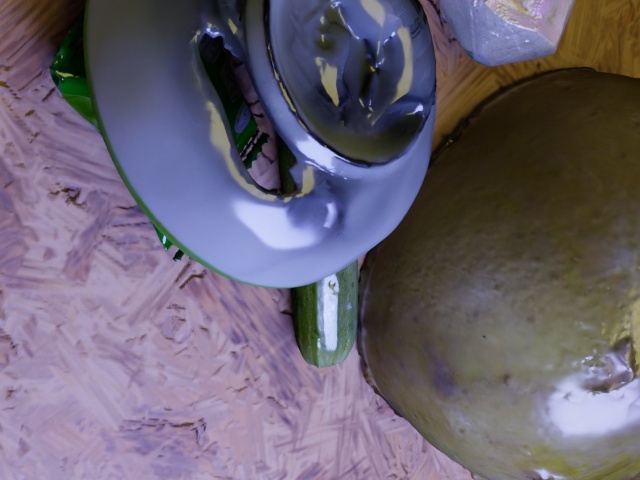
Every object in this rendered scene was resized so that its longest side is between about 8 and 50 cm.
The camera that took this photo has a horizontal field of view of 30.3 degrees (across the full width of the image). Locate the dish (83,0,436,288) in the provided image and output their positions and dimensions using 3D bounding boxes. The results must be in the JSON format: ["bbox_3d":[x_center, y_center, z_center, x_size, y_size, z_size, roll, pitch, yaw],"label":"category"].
[{"bbox_3d":[-0.007,-0.132,0.878,0.324,0.124,0.324,12,72,-43],"label":"dish"}]

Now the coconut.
[{"bbox_3d":[0.165,-0.215,1.056,0.116,0.116,0.122,28,81,-37],"label":"coconut"}]

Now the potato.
[{"bbox_3d":[0.290,0.063,1.098,0.442,0.319,0.385,-37,120,-19],"label":"potato"}]

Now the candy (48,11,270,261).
[{"bbox_3d":[-0.117,-0.101,0.908,0.141,0.078,0.203,-46,128,-19],"label":"candy"}]

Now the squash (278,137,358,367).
[{"bbox_3d":[0.000,0.000,1.025,0.066,0.066,0.229,-16,112,-32],"label":"squash"}]
